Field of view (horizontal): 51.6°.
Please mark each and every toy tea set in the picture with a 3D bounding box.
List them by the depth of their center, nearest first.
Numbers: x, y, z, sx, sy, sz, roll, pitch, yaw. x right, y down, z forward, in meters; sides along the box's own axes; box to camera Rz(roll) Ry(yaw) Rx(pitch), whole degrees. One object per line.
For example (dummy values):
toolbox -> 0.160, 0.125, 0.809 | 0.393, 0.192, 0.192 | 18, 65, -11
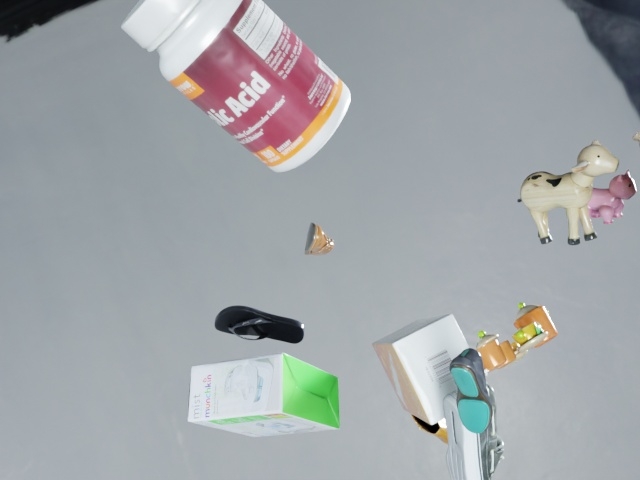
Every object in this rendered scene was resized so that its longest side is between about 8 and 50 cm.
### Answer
toy tea set -> 0.491, 0.242, 1.722 | 0.124, 0.200, 0.336 | 59, 21, 20

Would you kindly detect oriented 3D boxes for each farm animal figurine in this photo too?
farm animal figurine -> 0.482, -0.095, 0.962 | 0.327, 0.330, 0.172 | -105, 179, -76

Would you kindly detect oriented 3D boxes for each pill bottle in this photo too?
pill bottle -> -0.151, -0.328, 1.227 | 0.392, 0.224, 0.224 | 39, 19, -26

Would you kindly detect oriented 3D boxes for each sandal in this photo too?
sandal -> -0.171, 0.238, 1.822 | 0.054, 0.254, 0.097 | -75, 170, -55

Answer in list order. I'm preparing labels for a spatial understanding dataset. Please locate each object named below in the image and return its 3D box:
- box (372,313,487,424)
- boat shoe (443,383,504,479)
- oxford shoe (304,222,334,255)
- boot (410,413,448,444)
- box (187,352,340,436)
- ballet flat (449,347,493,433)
box -> 0.275, 0.326, 1.722 | 0.215, 0.168, 0.345 | 64, -7, 7
boat shoe -> 0.349, 0.461, 1.452 | 0.121, 0.119, 0.335 | -126, -157, -57
oxford shoe -> 0.000, 0.000, 1.724 | 0.212, 0.076, 0.076 | 100, 0, -82
boot -> 0.333, 0.528, 2.057 | 0.211, 0.104, 0.295 | 33, 1, -35
box -> -0.116, 0.339, 1.433 | 0.262, 0.231, 0.127 | 39, 44, -55
ballet flat -> 0.287, 0.275, 1.231 | 0.074, 0.074, 0.203 | -103, 174, -54
